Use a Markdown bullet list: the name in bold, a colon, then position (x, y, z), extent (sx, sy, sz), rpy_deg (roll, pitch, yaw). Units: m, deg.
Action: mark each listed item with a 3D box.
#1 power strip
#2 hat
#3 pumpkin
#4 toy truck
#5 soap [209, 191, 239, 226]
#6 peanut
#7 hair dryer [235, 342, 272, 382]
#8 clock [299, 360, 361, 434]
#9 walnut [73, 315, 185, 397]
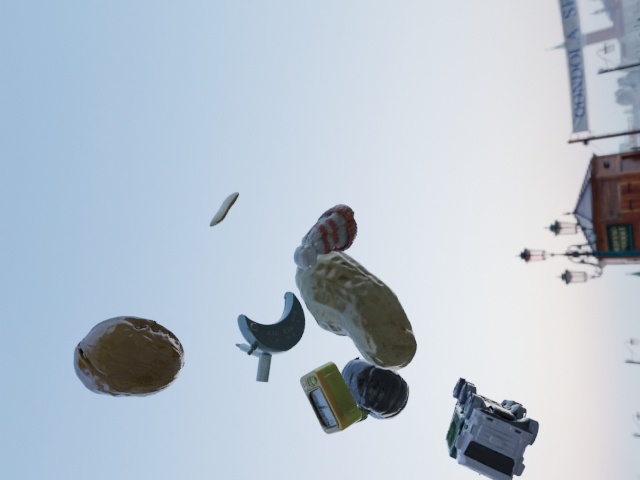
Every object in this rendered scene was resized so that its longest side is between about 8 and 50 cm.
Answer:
- **power strip**: position (-0.140, 0.262, 1.458), extent (0.253, 0.054, 0.167), rpy_deg (-25, -99, -47)
- **hat**: position (0.000, 0.000, 0.991), extent (0.162, 0.112, 0.093), rpy_deg (-31, -103, -42)
- **pumpkin**: position (0.203, 0.621, 1.955), extent (0.296, 0.296, 0.295), rpy_deg (9, -101, -55)
- **toy truck**: position (0.268, 0.307, 0.794), extent (0.253, 0.114, 0.124), rpy_deg (30, -99, -76)
- **soap**: position (-0.154, -0.051, 0.780), extent (0.012, 0.034, 0.089), rpy_deg (52, -145, -25)
- **peanut**: position (0.080, 0.163, 1.191), extent (0.170, 0.387, 0.192), rpy_deg (9, -64, -53)
- **hair dryer**: position (-0.224, 0.373, 1.563), extent (0.044, 0.183, 0.154), rpy_deg (24, -115, -43)
- **clock**: position (0.028, 0.501, 1.541), extent (0.096, 0.143, 0.202), rpy_deg (-19, -107, -37)
- **walnut**: position (-0.362, 0.237, 0.932), extent (0.211, 0.087, 0.167), rpy_deg (15, -85, -24)
